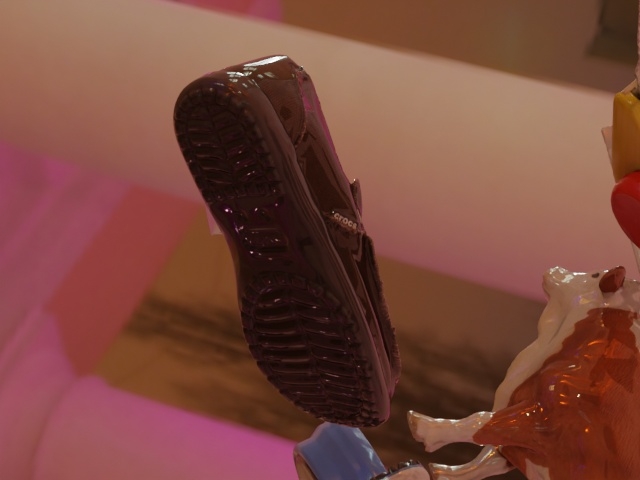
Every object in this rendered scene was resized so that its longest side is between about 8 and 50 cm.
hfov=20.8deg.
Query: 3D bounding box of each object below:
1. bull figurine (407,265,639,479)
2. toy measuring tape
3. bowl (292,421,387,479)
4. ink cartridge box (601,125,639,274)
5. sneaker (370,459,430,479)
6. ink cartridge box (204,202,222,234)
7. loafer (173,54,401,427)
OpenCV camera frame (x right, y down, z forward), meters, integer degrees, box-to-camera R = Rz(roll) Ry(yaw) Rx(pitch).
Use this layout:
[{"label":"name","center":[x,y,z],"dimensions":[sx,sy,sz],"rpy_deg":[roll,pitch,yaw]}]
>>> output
[{"label":"bull figurine","center":[0.175,0.164,1.189],"dimensions":[0.101,0.188,0.310],"rpy_deg":[60,-169,-69]},{"label":"toy measuring tape","center":[0.251,-0.073,1.129],"dimensions":[0.330,0.121,0.121],"rpy_deg":[77,-146,-57]},{"label":"bowl","center":[0.076,0.401,2.095],"dimensions":[0.077,0.391,0.391],"rpy_deg":[-25,-34,-9]},{"label":"ink cartridge box","center":[0.373,-0.018,1.589],"dimensions":[0.056,0.181,0.225],"rpy_deg":[24,-130,-73]},{"label":"sneaker","center":[0.039,0.312,1.650],"dimensions":[0.085,0.086,0.237],"rpy_deg":[15,-68,-51]},{"label":"ink cartridge box","center":[-0.052,-0.044,1.721],"dimensions":[0.088,0.122,0.052],"rpy_deg":[121,141,-77]},{"label":"loafer","center":[0.000,0.000,1.481],"dimensions":[0.130,0.134,0.366],"rpy_deg":[-47,-49,-41]}]
